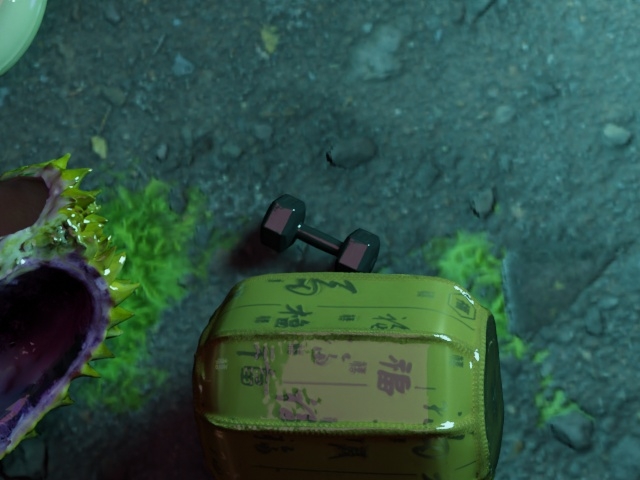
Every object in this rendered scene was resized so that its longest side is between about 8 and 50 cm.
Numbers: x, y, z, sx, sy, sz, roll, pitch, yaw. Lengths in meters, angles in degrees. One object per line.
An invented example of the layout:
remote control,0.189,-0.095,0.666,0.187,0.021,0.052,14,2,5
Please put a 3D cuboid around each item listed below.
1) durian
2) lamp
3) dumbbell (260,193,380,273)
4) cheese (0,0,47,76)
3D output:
durian,-0.246,0.050,0.985,0.260,0.154,0.186,-26,54,8
lamp,0.021,0.098,0.910,0.185,0.161,0.161,-3,79,11
dumbbell,0.000,0.000,0.990,0.083,0.036,0.040,25,85,14
cheese,-0.279,-0.147,1.059,0.137,0.064,0.227,9,83,14
